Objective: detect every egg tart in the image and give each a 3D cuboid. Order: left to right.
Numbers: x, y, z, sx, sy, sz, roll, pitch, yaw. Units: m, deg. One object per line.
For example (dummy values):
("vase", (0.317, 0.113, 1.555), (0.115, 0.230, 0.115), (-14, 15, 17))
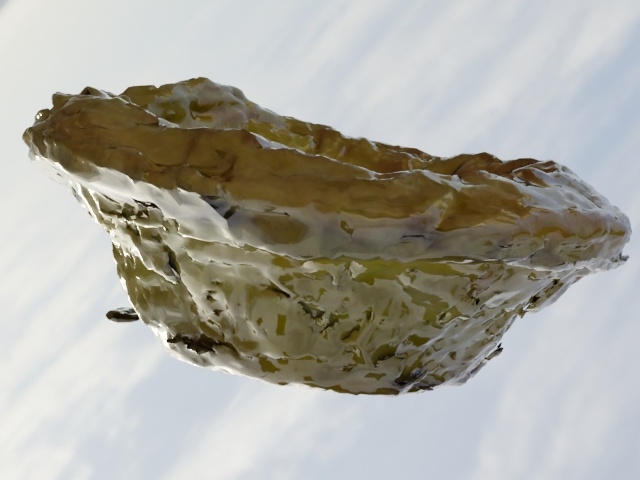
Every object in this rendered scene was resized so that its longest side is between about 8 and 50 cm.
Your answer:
("egg tart", (0.000, 0.000, 0.631), (0.241, 0.241, 0.105), (-143, -117, -77))
